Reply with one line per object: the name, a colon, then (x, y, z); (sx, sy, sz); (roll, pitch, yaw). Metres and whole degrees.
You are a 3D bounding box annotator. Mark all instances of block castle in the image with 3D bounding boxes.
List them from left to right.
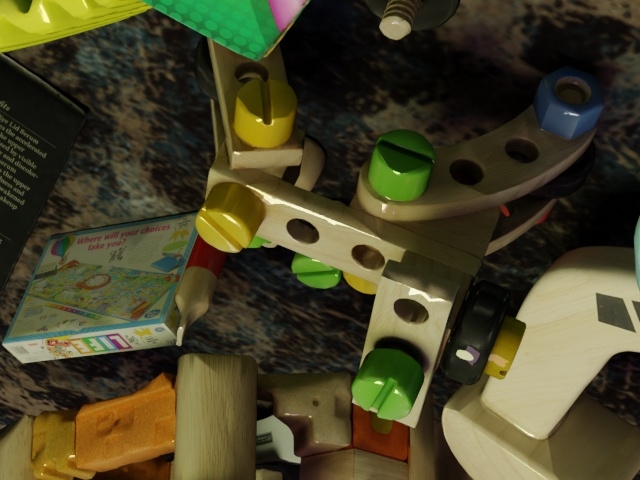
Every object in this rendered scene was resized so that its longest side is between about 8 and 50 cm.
block castle: (-0.009, 0.252, 1.231); (0.303, 0.213, 0.453); (-20, 150, 41)

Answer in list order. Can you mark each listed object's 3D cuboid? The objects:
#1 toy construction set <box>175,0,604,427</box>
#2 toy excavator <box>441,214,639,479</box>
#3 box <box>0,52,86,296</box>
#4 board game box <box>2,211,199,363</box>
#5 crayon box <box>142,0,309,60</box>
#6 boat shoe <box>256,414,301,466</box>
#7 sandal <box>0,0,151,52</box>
toy construction set: (0.000, 0.000, 0.972); (0.257, 0.237, 0.309); (31, 144, -18)
toy excavator: (0.253, 0.028, 0.931); (0.445, 0.222, 0.433); (17, 135, 36)
box: (-0.267, -0.011, 1.103); (0.108, 0.207, 0.153); (34, 141, -21)
board game box: (-0.152, 0.035, 1.204); (0.154, 0.103, 0.026); (-8, 138, 33)
crayon box: (0.015, -0.224, 0.622); (0.081, 0.278, 0.165); (28, 144, -12)
boat shoe: (-0.027, 0.167, 1.387); (0.142, 0.049, 0.040); (-10, 170, 32)
sandal: (-0.139, -0.186, 0.910); (0.317, 0.126, 0.138); (-13, 98, 47)
